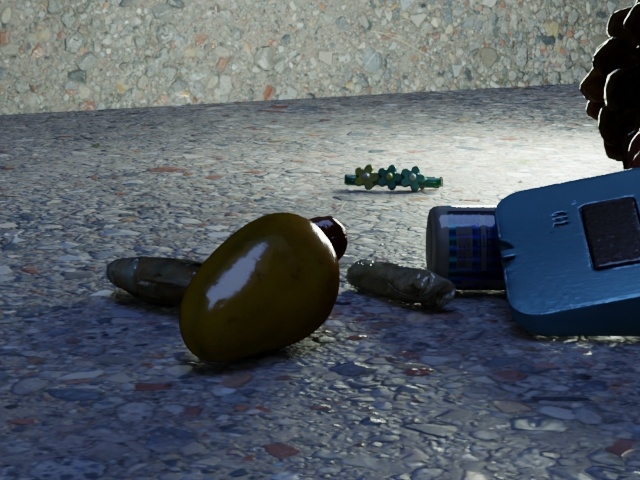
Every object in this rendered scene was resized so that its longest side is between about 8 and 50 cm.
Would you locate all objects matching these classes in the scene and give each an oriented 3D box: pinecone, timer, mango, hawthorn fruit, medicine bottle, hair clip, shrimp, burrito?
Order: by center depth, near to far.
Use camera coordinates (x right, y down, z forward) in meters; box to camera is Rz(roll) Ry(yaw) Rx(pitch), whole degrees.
[{"bbox_3d":[-0.062,0.057,1.564,0.113,0.138,0.253,-45,-1,39],"label":"mango"},{"bbox_3d":[0.334,0.021,1.689,0.250,0.091,0.232,-7,39,7],"label":"timer"},{"bbox_3d":[-0.151,0.051,1.758,0.254,0.059,0.145,4,2,41],"label":"shrimp"},{"bbox_3d":[0.092,0.050,1.784,0.058,0.045,0.188,23,-5,-34],"label":"burrito"},{"bbox_3d":[0.231,0.009,1.821,0.192,0.107,0.107,0,12,-2],"label":"medicine bottle"},{"bbox_3d":[0.000,0.002,1.957,0.077,0.077,0.077,0,12,0],"label":"hawthorn fruit"},{"bbox_3d":[0.632,-0.243,2.419,0.398,0.397,0.398,0,12,0],"label":"pinecone"},{"bbox_3d":[0.127,-0.110,2.539,0.173,0.049,0.049,2,12,2],"label":"hair clip"}]

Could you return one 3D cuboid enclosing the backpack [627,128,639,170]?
[{"bbox_3d":[0.487,-0.069,1.932,0.139,0.229,0.229,-9,15,-24],"label":"backpack"}]
